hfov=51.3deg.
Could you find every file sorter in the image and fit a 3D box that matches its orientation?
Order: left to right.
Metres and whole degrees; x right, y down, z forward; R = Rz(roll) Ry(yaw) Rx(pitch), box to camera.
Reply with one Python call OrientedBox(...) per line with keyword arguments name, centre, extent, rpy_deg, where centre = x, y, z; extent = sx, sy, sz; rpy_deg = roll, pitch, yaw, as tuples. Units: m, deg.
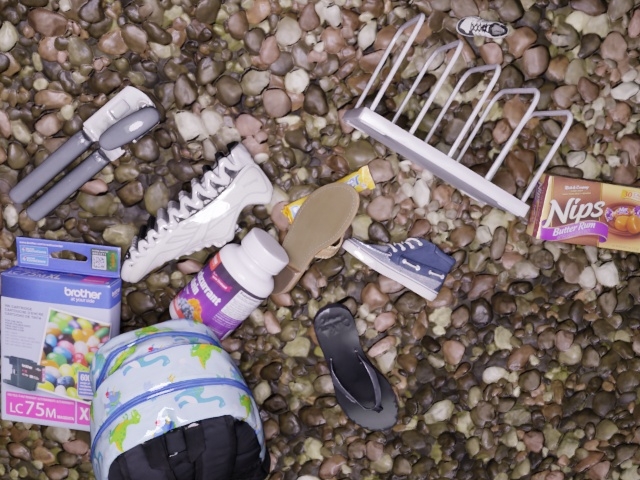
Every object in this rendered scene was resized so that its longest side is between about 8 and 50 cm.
OrientedBox(name="file sorter", centre=(0.204, -0.186, 1.005), extent=(0.277, 0.193, 0.173), rpy_deg=(30, 97, -9))

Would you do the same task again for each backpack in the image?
OrientedBox(name="backpack", centre=(-0.222, 0.283, 1.013), extent=(0.289, 0.356, 0.274), rpy_deg=(-12, 71, -10))

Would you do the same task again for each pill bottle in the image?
OrientedBox(name="pill bottle", centre=(-0.144, 0.074, 1.077), extent=(0.108, 0.108, 0.193), rpy_deg=(42, 103, -11))

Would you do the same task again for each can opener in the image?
OrientedBox(name="can opener", centre=(-0.370, -0.135, 1.038), extent=(0.280, 0.093, 0.074), rpy_deg=(-37, 103, 10))

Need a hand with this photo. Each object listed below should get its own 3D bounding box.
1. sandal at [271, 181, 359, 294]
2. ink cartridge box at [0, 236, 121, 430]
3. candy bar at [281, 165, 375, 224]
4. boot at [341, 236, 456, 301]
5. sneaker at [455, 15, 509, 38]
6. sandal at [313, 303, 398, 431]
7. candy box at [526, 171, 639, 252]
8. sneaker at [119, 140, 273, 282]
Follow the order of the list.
OrientedBox(name="sandal", centre=(-0.004, -0.005, 1.101), extent=(0.088, 0.079, 0.240), rpy_deg=(51, 117, 22))
OrientedBox(name="ink cartridge box", centre=(-0.430, 0.157, 1.105), extent=(0.185, 0.065, 0.312), rpy_deg=(7, 100, 3))
OrientedBox(name="candy bar", centre=(0.012, -0.073, 1.107), extent=(0.161, 0.018, 0.040), rpy_deg=(-25, 103, 2))
OrientedBox(name="boot", centre=(0.132, 0.022, 1.117), extent=(0.189, 0.069, 0.086), rpy_deg=(29, 93, -17))
OrientedBox(name="sneaker", centre=(0.257, -0.337, 1.049), extent=(0.083, 0.037, 0.032), rpy_deg=(4, 105, -3))
OrientedBox(name="sandal", centre=(0.056, 0.233, 1.162), extent=(0.097, 0.054, 0.255), rpy_deg=(-28, 103, 3))
OrientedBox(name="candy box", centre=(0.452, -0.048, 1.120), extent=(0.186, 0.053, 0.109), rpy_deg=(8, 103, -6))
OrientedBox(name="sneaker", centre=(-0.200, -0.023, 1.067), extent=(0.292, 0.110, 0.118), rpy_deg=(-41, 111, 7))
